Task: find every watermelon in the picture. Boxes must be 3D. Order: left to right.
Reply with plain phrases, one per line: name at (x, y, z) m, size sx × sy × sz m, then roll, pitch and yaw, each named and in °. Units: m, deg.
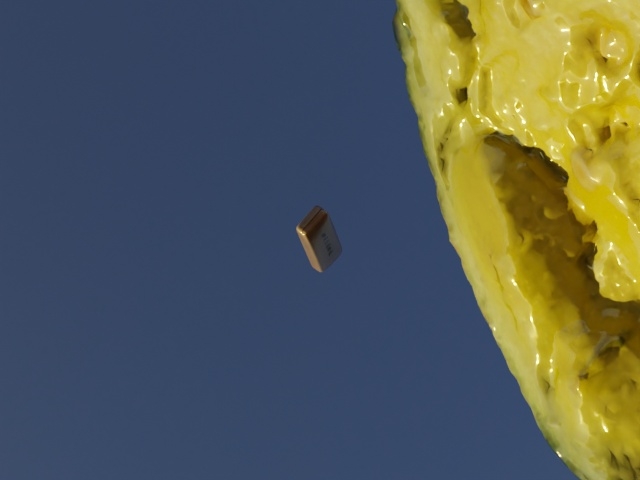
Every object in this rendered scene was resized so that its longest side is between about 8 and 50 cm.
watermelon at (0.172, -0.071, 0.319) m, size 0.189 × 0.331 × 0.330 m, roll -12°, pitch -66°, yaw -33°

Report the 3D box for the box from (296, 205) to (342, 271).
box at (0.000, 0.000, 1.459) m, size 0.048 × 0.025 × 0.115 m, roll -50°, pitch -27°, yaw -16°
